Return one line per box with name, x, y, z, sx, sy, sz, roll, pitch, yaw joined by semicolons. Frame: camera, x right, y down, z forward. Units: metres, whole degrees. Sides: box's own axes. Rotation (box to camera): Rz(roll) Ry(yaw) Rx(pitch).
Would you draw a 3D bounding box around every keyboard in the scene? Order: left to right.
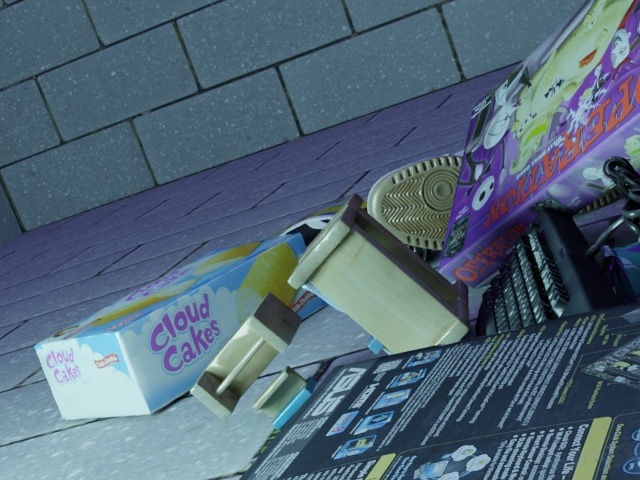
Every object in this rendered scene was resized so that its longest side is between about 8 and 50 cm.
keyboard;0.167;0.022;0.799;0.201;0.033;0.317;-53;4;13

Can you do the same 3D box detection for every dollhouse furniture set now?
dollhouse furniture set;0.012;0.078;0.940;0.183;0.129;0.129;-49;3;14

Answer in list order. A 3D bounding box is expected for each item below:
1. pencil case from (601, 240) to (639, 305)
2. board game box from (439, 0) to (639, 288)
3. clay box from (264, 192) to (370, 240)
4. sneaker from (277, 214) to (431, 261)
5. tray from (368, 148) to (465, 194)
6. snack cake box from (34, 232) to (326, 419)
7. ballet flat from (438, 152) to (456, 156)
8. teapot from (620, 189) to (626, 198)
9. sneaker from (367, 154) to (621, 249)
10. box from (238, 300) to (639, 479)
pencil case;0.279;0.011;0.812;0.152;0.064;0.070;-19;35;6
board game box;0.222;-0.115;0.994;0.347;0.056;0.208;-45;29;54
clay box;0.000;0.000;1.475;0.127;0.053;0.222;-11;15;43
sneaker;0.018;0.015;1.276;0.217;0.079;0.121;-16;9;19
tray;0.183;-0.098;1.700;0.270;0.030;0.145;-25;12;-23
snack cake box;-0.140;0.086;1.194;0.152;0.089;0.264;-10;14;45
ballet flat;0.155;-0.067;1.427;0.077;0.077;0.231;-58;11;8
teapot;0.406;-0.137;0.994;0.256;0.187;0.252;-18;13;44
sneaker;0.175;-0.060;1.258;0.282;0.099;0.153;-10;12;-11
box;0.084;0.134;0.463;0.318;0.097;0.395;-18;10;26
